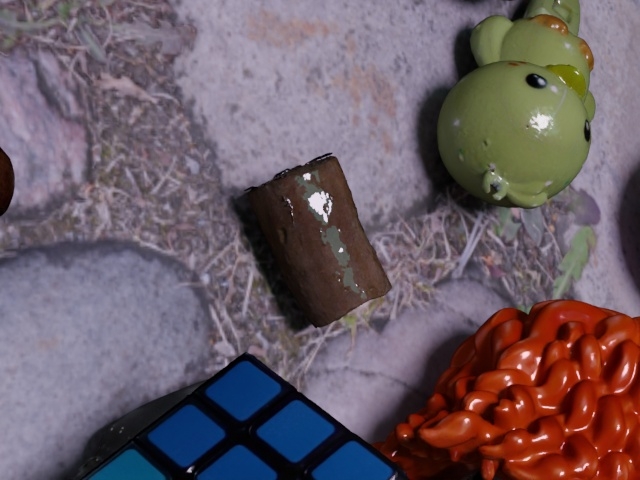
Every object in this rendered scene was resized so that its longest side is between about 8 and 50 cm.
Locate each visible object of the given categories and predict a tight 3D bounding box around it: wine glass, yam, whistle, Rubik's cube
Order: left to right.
[{"bbox_3d":[-0.138,0.153,1.056,0.262,0.074,0.074,-22,96,-41],"label":"wine glass"},{"bbox_3d":[-0.048,0.204,1.007,0.160,0.162,0.163,-36,146,-28],"label":"Rubik's cube"},{"bbox_3d":[0.000,0.000,1.189,0.084,0.084,0.127,-31,99,-38],"label":"yam"},{"bbox_3d":[0.195,-0.144,1.339,0.141,0.141,0.294,44,57,-25],"label":"whistle"}]

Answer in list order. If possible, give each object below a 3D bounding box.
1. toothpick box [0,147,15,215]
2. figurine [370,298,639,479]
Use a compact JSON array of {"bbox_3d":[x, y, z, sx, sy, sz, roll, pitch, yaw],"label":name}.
[{"bbox_3d":[-0.286,0.041,0.884,0.192,0.192,0.294,11,82,-38],"label":"toothpick box"},{"bbox_3d":[0.176,0.252,1.213,0.306,0.241,0.412,4,89,-30],"label":"figurine"}]
